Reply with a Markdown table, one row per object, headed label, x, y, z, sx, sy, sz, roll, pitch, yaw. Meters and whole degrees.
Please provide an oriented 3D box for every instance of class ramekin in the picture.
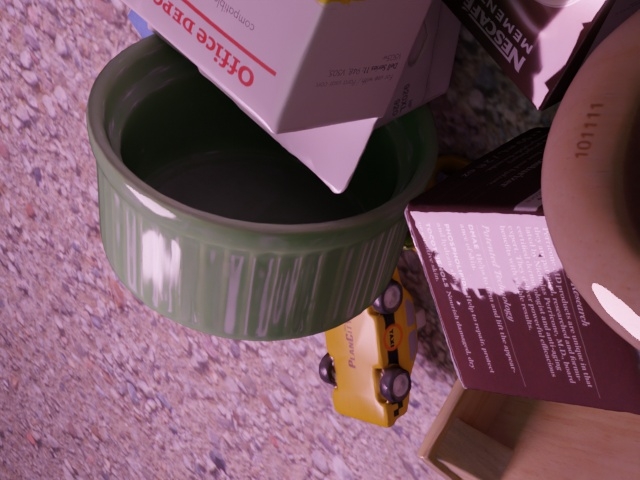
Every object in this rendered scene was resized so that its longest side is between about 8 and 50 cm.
| label | x | y | z | sx | sy | sz | roll | pitch | yaw |
| --- | --- | --- | --- | --- | --- | --- | --- | --- | --- |
| ramekin | -0.056 | -0.051 | 1.433 | 0.303 | 0.303 | 0.148 | 40 | 139 | 31 |

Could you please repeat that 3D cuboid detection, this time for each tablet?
| label | x | y | z | sx | sy | sz | roll | pitch | yaw |
| --- | --- | --- | --- | --- | --- | --- | --- | --- | --- |
| tablet | -0.186 | -0.246 | 1.783 | 0.054 | 0.006 | 0.083 | 55 | 151 | 7 |

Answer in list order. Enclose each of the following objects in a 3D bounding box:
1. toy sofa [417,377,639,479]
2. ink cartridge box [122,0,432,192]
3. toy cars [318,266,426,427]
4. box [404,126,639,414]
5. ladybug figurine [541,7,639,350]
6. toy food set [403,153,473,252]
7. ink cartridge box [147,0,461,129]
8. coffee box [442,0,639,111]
| label | x | y | z | sx | sy | sz | roll | pitch | yaw |
| --- | --- | --- | --- | --- | --- | --- | --- | --- | --- |
| toy sofa | 0.272 | 0.190 | 1.332 | 0.177 | 0.150 | 0.362 | 40 | 162 | -33 |
| ink cartridge box | -0.023 | -0.219 | 1.164 | 0.207 | 0.119 | 0.353 | 42 | 126 | 31 |
| toy cars | 0.000 | 0.000 | 1.648 | 0.393 | 0.087 | 0.176 | 56 | 138 | 14 |
| box | 0.208 | 0.016 | 1.248 | 0.203 | 0.168 | 0.167 | 2 | 116 | 50 |
| ladybug figurine | 0.341 | -0.032 | 0.956 | 0.449 | 0.305 | 0.162 | 12 | 169 | 46 |
| toy food set | 0.143 | 0.007 | 1.447 | 0.218 | 0.071 | 0.128 | 27 | 137 | 43 |
| ink cartridge box | -0.013 | -0.219 | 1.384 | 0.233 | 0.168 | 0.171 | 39 | 142 | 30 |
| coffee box | 0.190 | -0.225 | 1.144 | 0.141 | 0.098 | 0.246 | 52 | 149 | 18 |
